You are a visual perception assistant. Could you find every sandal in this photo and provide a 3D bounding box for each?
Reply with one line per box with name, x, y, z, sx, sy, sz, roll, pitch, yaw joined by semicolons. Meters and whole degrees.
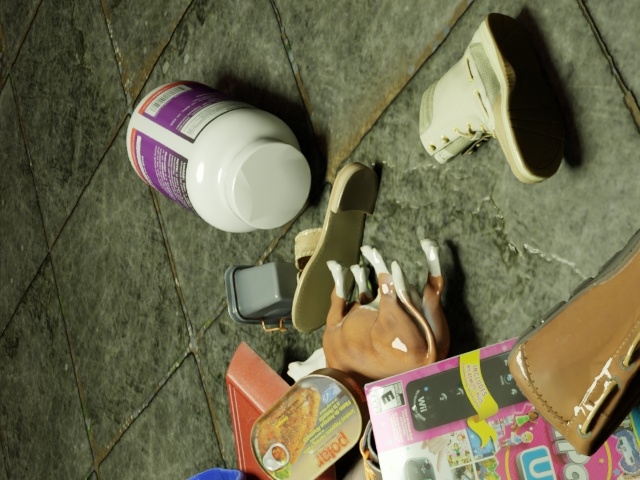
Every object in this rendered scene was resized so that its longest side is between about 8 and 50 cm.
sandal;0.005;0.001;1.688;0.079;0.088;0.240;36;111;49

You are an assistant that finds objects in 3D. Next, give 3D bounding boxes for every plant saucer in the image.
plant saucer;-0.058;0.308;1.742;0.258;0.047;0.259;37;140;52

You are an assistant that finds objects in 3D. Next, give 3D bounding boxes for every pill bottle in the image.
pill bottle;-0.147;-0.121;1.838;0.323;0.181;0.182;30;115;54

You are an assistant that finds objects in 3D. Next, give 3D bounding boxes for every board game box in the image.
board game box;0.212;0.209;1.233;0.303;0.097;0.224;-21;70;25

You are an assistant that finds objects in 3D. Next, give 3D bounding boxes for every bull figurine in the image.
bull figurine;0.061;0.112;1.582;0.310;0.101;0.188;-20;71;56

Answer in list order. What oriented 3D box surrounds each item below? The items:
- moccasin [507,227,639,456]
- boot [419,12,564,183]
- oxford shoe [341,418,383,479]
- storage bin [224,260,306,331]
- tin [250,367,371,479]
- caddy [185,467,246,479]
moccasin;0.331;0.033;1.066;0.380;0.139;0.147;-45;64;12
boot;0.186;-0.126;1.412;0.165;0.077;0.213;-46;47;47
oxford shoe;0.089;0.251;1.505;0.364;0.132;0.130;-55;46;42
storage bin;-0.051;0.073;1.739;0.091;0.135;0.098;-20;72;46
tin;-0.012;0.234;1.563;0.106;0.040;0.190;52;124;11
caddy;-0.211;0.430;1.817;0.179;0.241;0.341;61;159;-2
